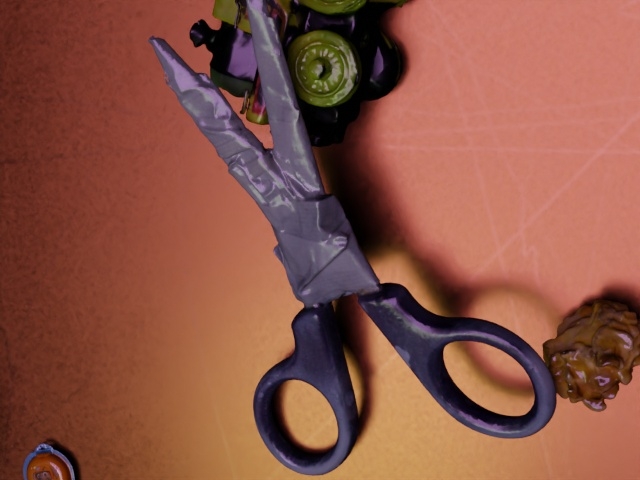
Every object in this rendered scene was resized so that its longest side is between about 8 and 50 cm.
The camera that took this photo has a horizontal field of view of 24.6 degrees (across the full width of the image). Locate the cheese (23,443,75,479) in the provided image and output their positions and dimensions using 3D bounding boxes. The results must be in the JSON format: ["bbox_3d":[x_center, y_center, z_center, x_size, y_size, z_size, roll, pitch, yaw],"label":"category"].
[{"bbox_3d":[-0.224,0.225,1.243,0.047,0.017,0.111,-9,98,20],"label":"cheese"}]

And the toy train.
[{"bbox_3d":[-0.004,-0.220,1.053,0.160,0.100,0.296,19,107,19],"label":"toy train"}]

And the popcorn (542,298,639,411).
[{"bbox_3d":[0.200,0.081,1.060,0.057,0.083,0.082,44,91,-13],"label":"popcorn"}]

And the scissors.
[{"bbox_3d":[0.000,0.000,1.063,0.256,0.029,0.383,-14,110,31],"label":"scissors"}]
